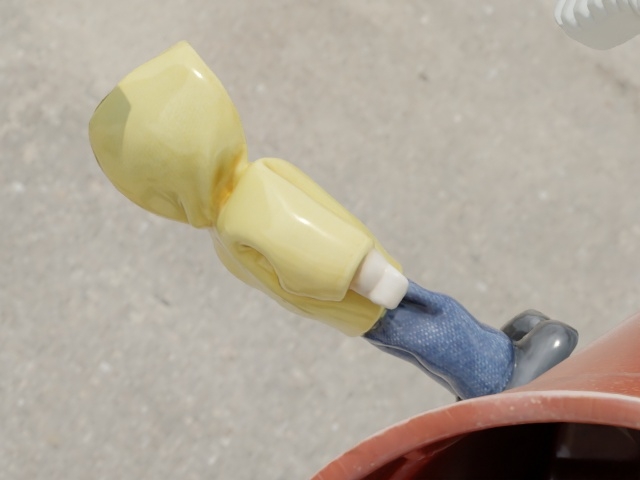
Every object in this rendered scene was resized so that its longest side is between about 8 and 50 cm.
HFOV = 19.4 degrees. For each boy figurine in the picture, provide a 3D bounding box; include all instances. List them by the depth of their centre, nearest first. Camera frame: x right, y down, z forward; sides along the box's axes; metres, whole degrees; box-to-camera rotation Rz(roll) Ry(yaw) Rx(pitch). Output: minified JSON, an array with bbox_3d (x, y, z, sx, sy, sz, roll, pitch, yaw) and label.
[{"bbox_3d":[0.000,0.000,1.044,0.285,0.092,0.177,37,-1,-6],"label":"boy figurine"}]

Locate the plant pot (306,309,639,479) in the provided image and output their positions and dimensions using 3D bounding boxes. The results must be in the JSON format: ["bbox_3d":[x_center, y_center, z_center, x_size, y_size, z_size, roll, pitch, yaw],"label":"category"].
[{"bbox_3d":[0.138,0.145,0.683,0.272,0.272,0.265,44,27,9],"label":"plant pot"}]

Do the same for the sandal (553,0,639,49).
[{"bbox_3d":[0.256,-0.170,1.102,0.102,0.169,0.416,33,1,-11],"label":"sandal"}]
